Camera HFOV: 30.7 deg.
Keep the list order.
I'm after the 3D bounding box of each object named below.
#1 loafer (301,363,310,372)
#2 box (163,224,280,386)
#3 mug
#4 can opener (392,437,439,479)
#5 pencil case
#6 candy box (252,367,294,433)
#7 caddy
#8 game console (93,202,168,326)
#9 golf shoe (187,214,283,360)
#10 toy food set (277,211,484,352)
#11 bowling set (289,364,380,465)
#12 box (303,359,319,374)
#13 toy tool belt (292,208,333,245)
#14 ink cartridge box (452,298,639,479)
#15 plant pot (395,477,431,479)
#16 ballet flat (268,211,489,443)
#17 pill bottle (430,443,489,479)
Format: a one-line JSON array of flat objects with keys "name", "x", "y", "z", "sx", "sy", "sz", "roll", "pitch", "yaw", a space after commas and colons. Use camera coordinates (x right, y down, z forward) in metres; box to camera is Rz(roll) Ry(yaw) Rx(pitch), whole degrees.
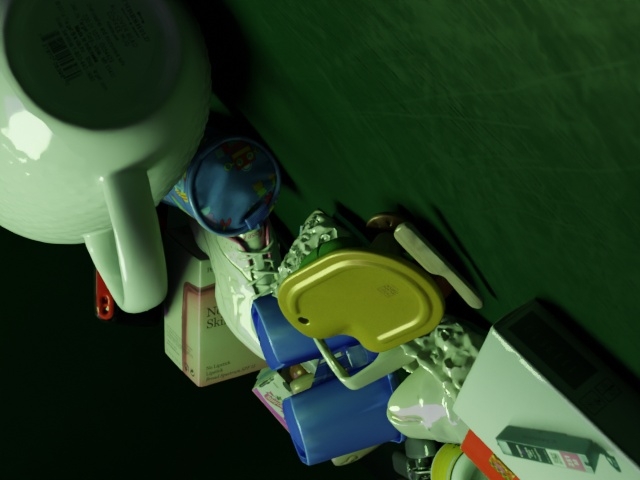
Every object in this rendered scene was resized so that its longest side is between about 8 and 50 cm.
[{"name": "loafer", "x": 0.012, "y": 0.180, "z": 1.887, "sx": 0.268, "sy": 0.102, "sz": 0.092, "roll": 35, "pitch": 158, "yaw": 53}, {"name": "box", "x": -0.159, "y": 0.094, "z": 1.871, "sx": 0.127, "sy": 0.149, "sz": 0.232, "roll": 37, "pitch": 132, "yaw": 48}, {"name": "mug", "x": -0.232, "y": -0.107, "z": 1.183, "sx": 0.328, "sy": 0.276, "sz": 0.374, "roll": 154, "pitch": 99, "yaw": -71}, {"name": "can opener", "x": 0.182, "y": 0.383, "z": 2.102, "sx": 0.283, "sy": 0.076, "sz": 0.095, "roll": 141, "pitch": 120, "yaw": -81}, {"name": "pencil case", "x": -0.145, "y": -0.081, "z": 1.480, "sx": 0.133, "sy": 0.119, "sz": 0.306, "roll": 49, "pitch": 171, "yaw": -20}, {"name": "candy box", "x": -0.043, "y": 0.281, "z": 2.324, "sx": 0.159, "sy": 0.071, "sz": 0.233, "roll": 51, "pitch": -160, "yaw": -13}, {"name": "caddy", "x": 0.027, "y": 0.158, "z": 1.519, "sx": 0.341, "sy": 0.179, "sz": 0.241, "roll": 120, "pitch": 132, "yaw": -80}, {"name": "game console", "x": -0.280, "y": -0.046, "z": 1.713, "sx": 0.060, "sy": 0.342, "sz": 0.386, "roll": 3, "pitch": 175, "yaw": 2}, {"name": "golf shoe", "x": -0.103, "y": 0.038, "z": 1.684, "sx": 0.306, "sy": 0.115, "sz": 0.140, "roll": 62, "pitch": 161, "yaw": 9}, {"name": "toy food set", "x": 0.056, "y": 0.030, "z": 1.082, "sx": 0.128, "sy": 0.071, "sz": 0.218, "roll": 38, "pitch": 141, "yaw": -21}, {"name": "bowling set", "x": 0.034, "y": 0.269, "z": 2.139, "sx": 0.200, "sy": 0.154, "sz": 0.287, "roll": 65, "pitch": -178, "yaw": 31}, {"name": "box", "x": 0.011, "y": 0.150, "z": 1.763, "sx": 0.102, "sy": 0.101, "sz": 0.087, "roll": 40, "pitch": 168, "yaw": 41}, {"name": "toy tool belt", "x": 0.000, "y": 0.000, "z": 1.356, "sx": 0.052, "sy": 0.051, "sz": 0.083, "roll": 53, "pitch": 170, "yaw": -25}, {"name": "ink cartridge box", "x": 0.218, "y": 0.215, "z": 0.941, "sx": 0.275, "sy": 0.060, "sz": 0.239, "roll": 44, "pitch": 144, "yaw": 23}, {"name": "plant pot", "x": 0.241, "y": 0.607, "z": 2.084, "sx": 0.280, "sy": 0.323, "sz": 0.323, "roll": 4, "pitch": 137, "yaw": 54}, {"name": "ballet flat", "x": 0.092, "y": 0.121, "z": 1.183, "sx": 0.409, "sy": 0.147, "sz": 0.147, "roll": 40, "pitch": 167, "yaw": 40}, {"name": "pill bottle", "x": 0.203, "y": 0.311, "z": 1.530, "sx": 0.103, "sy": 0.103, "sz": 0.184, "roll": 49, "pitch": 170, "yaw": -1}]
